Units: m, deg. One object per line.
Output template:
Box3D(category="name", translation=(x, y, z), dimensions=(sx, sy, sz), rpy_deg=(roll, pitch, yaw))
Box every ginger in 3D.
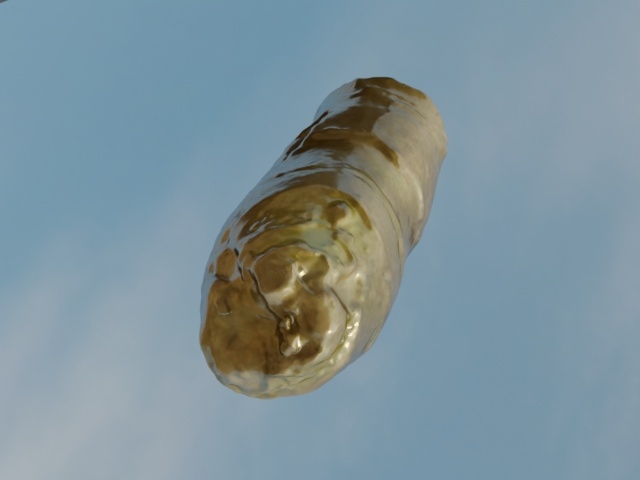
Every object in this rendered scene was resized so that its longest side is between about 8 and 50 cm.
Box3D(category="ginger", translation=(0.000, 0.000, 0.997), dimensions=(0.109, 0.116, 0.263), rpy_deg=(-4, -150, 21))

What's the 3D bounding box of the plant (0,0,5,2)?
Box3D(category="plant", translation=(-0.092, -0.246, 1.095), dimensions=(0.321, 0.181, 0.194), rpy_deg=(-14, -133, -14))
